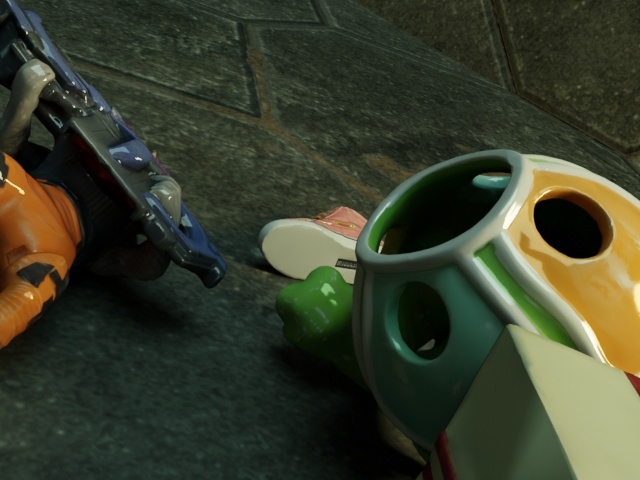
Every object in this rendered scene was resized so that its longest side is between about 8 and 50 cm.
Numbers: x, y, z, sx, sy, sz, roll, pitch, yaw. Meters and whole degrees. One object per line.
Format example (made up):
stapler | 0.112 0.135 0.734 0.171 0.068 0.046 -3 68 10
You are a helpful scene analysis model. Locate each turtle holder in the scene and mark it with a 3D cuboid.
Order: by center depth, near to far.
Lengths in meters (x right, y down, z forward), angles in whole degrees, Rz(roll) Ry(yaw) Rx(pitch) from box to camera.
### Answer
turtle holder | 0.129 0.050 0.670 0.227 0.243 0.320 50 -12 -25

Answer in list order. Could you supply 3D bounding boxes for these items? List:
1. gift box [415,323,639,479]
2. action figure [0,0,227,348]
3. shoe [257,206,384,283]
gift box | 0.139 0.222 0.433 0.276 0.255 0.258 18 18 -5
action figure | -0.256 -0.054 0.692 0.341 0.178 0.330 55 26 4
shoe | 0.000 0.000 0.934 0.178 0.063 0.081 14 26 -33
